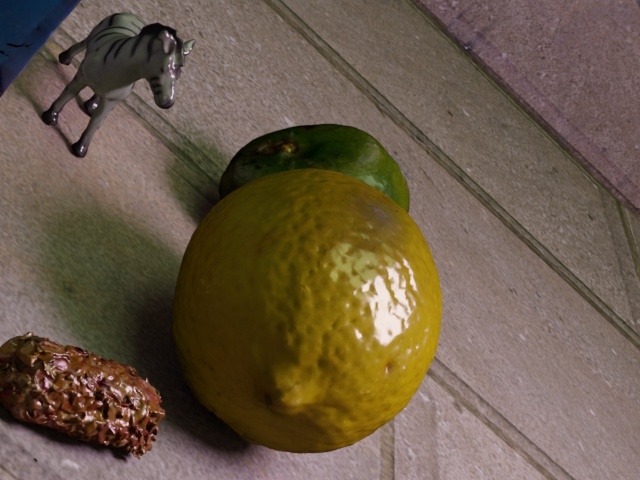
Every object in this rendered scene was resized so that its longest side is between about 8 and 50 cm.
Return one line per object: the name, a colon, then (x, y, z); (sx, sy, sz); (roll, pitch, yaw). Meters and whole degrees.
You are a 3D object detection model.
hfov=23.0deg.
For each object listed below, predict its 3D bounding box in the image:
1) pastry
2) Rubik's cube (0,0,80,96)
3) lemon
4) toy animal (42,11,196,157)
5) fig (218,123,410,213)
pastry: (-0.181, 0.118, 1.223); (0.169, 0.063, 0.087); (24, 29, -46)
Rubik's cube: (-0.315, -0.364, 1.456); (0.307, 0.310, 0.305); (40, 22, -16)
lemon: (-0.013, 0.061, 1.402); (0.267, 0.267, 0.267); (40, 22, -20)
toy animal: (-0.196, -0.177, 1.549); (0.073, 0.176, 0.217); (39, 21, -24)
fig: (0.000, 0.000, 1.707); (0.203, 0.203, 0.235); (-93, 176, -59)
